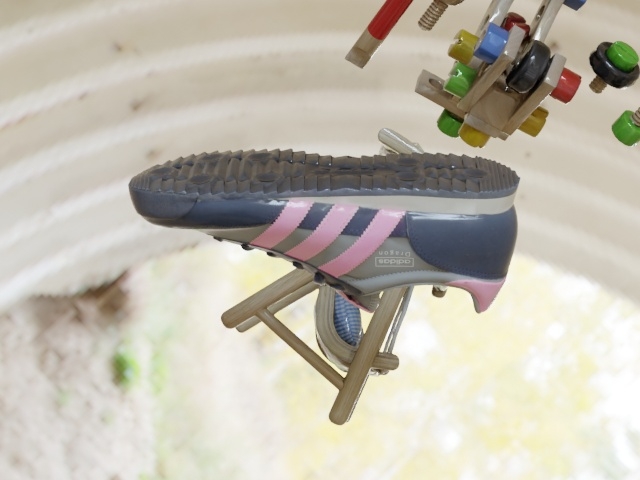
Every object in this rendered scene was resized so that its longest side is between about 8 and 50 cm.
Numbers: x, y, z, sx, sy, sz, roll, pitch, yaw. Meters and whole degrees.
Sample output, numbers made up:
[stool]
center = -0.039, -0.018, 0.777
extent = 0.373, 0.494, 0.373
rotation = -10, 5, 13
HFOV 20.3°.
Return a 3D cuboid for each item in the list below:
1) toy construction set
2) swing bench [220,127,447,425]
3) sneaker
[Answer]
[toy construction set]
center = 0.161, -0.188, 1.971
extent = 0.308, 0.237, 0.257
rotation = 13, 44, -30
[swing bench]
center = 0.045, 0.040, 1.802
extent = 0.165, 0.255, 0.253
rotation = 41, -2, 4
[sneaker]
center = 0.000, 0.000, 1.452
extent = 0.112, 0.319, 0.131
rotation = -64, 155, -64
